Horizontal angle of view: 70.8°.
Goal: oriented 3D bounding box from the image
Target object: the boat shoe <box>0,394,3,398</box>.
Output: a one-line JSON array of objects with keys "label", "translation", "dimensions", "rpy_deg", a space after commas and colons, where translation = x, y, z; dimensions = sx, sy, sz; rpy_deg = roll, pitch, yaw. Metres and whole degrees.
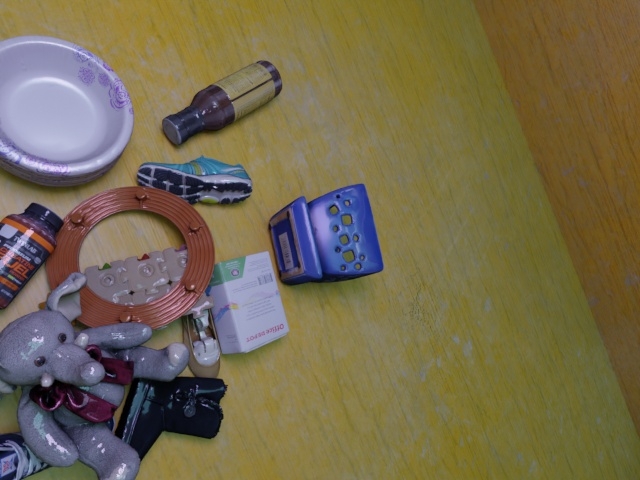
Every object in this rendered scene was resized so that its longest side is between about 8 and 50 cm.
[{"label": "boat shoe", "translation": [-0.669, 0.148, 0.738], "dimensions": [0.135, 0.156, 0.367], "rpy_deg": [-36, 100, -34]}]

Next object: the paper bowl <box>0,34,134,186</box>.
[{"label": "paper bowl", "translation": [-0.542, -0.249, 0.917], "dimensions": [0.284, 0.148, 0.285], "rpy_deg": [8, 75, -31]}]

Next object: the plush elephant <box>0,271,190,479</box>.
[{"label": "plush elephant", "translation": [-0.417, 0.213, 0.749], "dimensions": [0.329, 0.255, 0.272], "rpy_deg": [22, 58, 9]}]

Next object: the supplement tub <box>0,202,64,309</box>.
[{"label": "supplement tub", "translation": [-0.583, 0.023, 0.854], "dimensions": [0.106, 0.106, 0.198], "rpy_deg": [37, 62, -21]}]

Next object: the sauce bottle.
[{"label": "sauce bottle", "translation": [-0.248, -0.356, 1.158], "dimensions": [0.344, 0.111, 0.111], "rpy_deg": [-41, 102, -33]}]

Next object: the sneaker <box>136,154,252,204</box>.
[{"label": "sneaker", "translation": [-0.304, -0.152, 1.100], "dimensions": [0.275, 0.107, 0.110], "rpy_deg": [2, 50, -30]}]

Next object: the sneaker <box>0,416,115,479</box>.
[{"label": "sneaker", "translation": [-0.507, 0.375, 0.798], "dimensions": [0.282, 0.153, 0.099], "rpy_deg": [-5, 83, -34]}]

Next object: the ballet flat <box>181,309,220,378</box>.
[{"label": "ballet flat", "translation": [-0.276, 0.215, 1.035], "dimensions": [0.080, 0.073, 0.233], "rpy_deg": [-15, 88, -37]}]

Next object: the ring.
[{"label": "ring", "translation": [-0.394, 0.028, 0.954], "dimensions": [0.336, 0.032, 0.337], "rpy_deg": [6, 67, -13]}]

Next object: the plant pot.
[{"label": "plant pot", "translation": [0.000, 0.000, 1.177], "dimensions": [0.212, 0.236, 0.236], "rpy_deg": [-10, 84, -28]}]

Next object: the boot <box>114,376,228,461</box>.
[{"label": "boot", "translation": [-0.317, 0.402, 0.952], "dimensions": [0.207, 0.094, 0.247], "rpy_deg": [23, 67, -26]}]

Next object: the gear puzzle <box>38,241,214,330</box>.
[{"label": "gear puzzle", "translation": [-0.405, 0.123, 0.953], "dimensions": [0.338, 0.044, 0.176], "rpy_deg": [-15, 72, -21]}]

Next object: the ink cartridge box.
[{"label": "ink cartridge box", "translation": [-0.179, 0.148, 1.085], "dimensions": [0.154, 0.093, 0.213], "rpy_deg": [-14, 86, -48]}]
